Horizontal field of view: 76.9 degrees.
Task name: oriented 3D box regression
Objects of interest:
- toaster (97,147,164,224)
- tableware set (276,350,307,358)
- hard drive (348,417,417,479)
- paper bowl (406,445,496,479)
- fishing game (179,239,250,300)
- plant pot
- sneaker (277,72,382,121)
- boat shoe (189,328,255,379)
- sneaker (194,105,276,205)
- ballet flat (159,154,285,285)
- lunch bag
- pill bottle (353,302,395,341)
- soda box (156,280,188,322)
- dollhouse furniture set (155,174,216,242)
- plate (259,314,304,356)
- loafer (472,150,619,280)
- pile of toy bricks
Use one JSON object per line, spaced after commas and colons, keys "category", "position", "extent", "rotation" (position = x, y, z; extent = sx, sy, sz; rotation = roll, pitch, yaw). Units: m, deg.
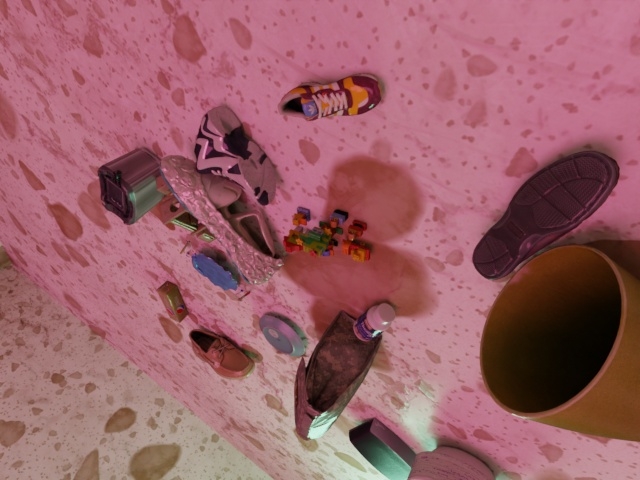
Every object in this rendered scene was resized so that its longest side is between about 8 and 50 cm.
{"category": "toaster", "position": [-0.529, -0.161, 1.143], "extent": [0.129, 0.146, 0.227], "rotation": [36, 141, 4]}
{"category": "tableware set", "position": [-0.127, 0.349, 1.395], "extent": [0.141, 0.020, 0.169], "rotation": [-3, 125, 40]}
{"category": "hard drive", "position": [0.231, 0.755, 1.436], "extent": [0.254, 0.054, 0.172], "rotation": [43, 127, -1]}
{"category": "paper bowl", "position": [0.419, 0.751, 1.233], "extent": [0.284, 0.148, 0.284], "rotation": [21, 137, 21]}
{"category": "fishing game", "position": [-0.343, 0.101, 1.325], "extent": [0.264, 0.041, 0.189], "rotation": [39, 149, -7]}
{"category": "plant pot", "position": [0.460, 0.192, 0.629], "extent": [0.293, 0.275, 0.275], "rotation": [26, 141, -7]}
{"category": "sneaker", "position": [0.014, -0.237, 0.694], "extent": [0.185, 0.084, 0.070], "rotation": [6, 129, 35]}
{"category": "boat shoe", "position": [-0.415, 0.459, 1.645], "extent": [0.341, 0.122, 0.110], "rotation": [13, 134, 31]}
{"category": "sneaker", "position": [-0.208, -0.168, 0.926], "extent": [0.153, 0.094, 0.235], "rotation": [-22, 111, 49]}
{"category": "ballet flat", "position": [-0.226, -0.067, 1.033], "extent": [0.147, 0.147, 0.409], "rotation": [-12, 121, 44]}
{"category": "lunch bag", "position": [0.020, 0.380, 1.099], "extent": [0.168, 0.287, 0.235], "rotation": [29, 140, 14]}
{"category": "pill bottle", "position": [0.137, 0.204, 1.016], "extent": [0.067, 0.067, 0.120], "rotation": [39, 141, 2]}
{"category": "soda box", "position": [-0.603, 0.253, 1.653], "extent": [0.061, 0.058, 0.181], "rotation": [19, 136, 24]}
{"category": "dollhouse furniture set", "position": [-0.351, -0.107, 1.138], "extent": [0.101, 0.161, 0.182], "rotation": [-29, 153, 15]}
{"category": "plate", "position": [-0.136, 0.327, 1.348], "extent": [0.188, 0.024, 0.188], "rotation": [23, 138, 23]}
{"category": "loafer", "position": [0.348, -0.036, 0.636], "extent": [0.096, 0.084, 0.268], "rotation": [61, 144, 26]}
{"category": "pile of toy bricks", "position": [0.000, 0.000, 0.906], "extent": [0.212, 0.105, 0.118], "rotation": [18, 136, 24]}
